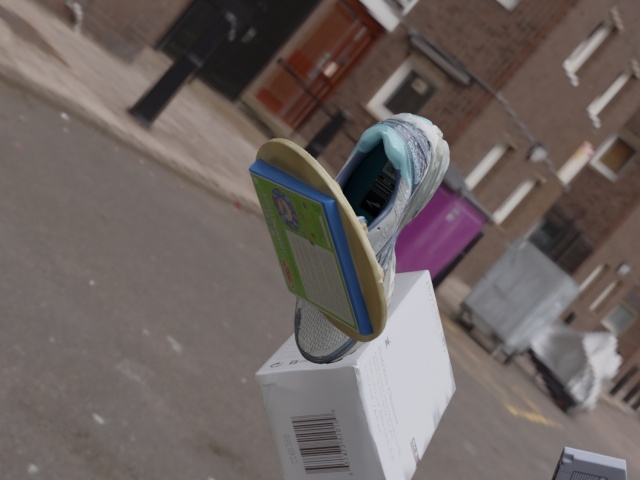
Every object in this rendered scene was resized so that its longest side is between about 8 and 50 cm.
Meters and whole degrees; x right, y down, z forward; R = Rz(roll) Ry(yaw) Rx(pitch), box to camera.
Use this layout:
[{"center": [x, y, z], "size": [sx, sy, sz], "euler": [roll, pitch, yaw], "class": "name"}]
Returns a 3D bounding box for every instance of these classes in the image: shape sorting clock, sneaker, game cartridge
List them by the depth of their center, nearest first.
[{"center": [0.206, 0.197, 0.840], "size": [0.056, 0.083, 0.017], "euler": [15, 37, 7], "class": "game cartridge"}, {"center": [0.000, 0.000, 0.992], "size": [0.206, 0.040, 0.206], "euler": [44, -27, 30], "class": "shape sorting clock"}, {"center": [0.026, -0.001, 1.106], "size": [0.110, 0.283, 0.122], "euler": [27, 14, 22], "class": "sneaker"}]

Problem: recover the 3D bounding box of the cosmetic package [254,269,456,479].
[{"center": [0.065, 0.203, 1.540], "size": [0.385, 0.156, 0.217], "euler": [-43, 121, -63], "class": "cosmetic package"}]
